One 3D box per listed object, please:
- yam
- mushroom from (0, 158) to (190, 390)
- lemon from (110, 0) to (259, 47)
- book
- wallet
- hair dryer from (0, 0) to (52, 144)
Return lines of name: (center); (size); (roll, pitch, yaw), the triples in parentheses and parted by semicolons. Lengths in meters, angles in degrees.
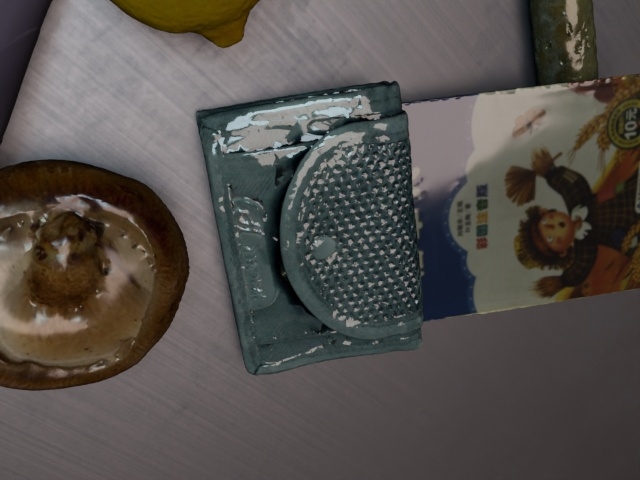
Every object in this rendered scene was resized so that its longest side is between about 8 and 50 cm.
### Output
yam: (0.308, -0.255, 0.766); (0.078, 0.078, 0.179); (-23, 114, -12)
mushroom: (-0.260, 0.037, 0.609); (0.253, 0.153, 0.253); (-10, 116, -20)
lemon: (-0.128, -0.288, 0.530); (0.187, 0.187, 0.244); (-32, 119, -7)
book: (0.234, -0.046, 0.780); (0.427, 0.039, 0.300); (-8, 112, -4)
wallet: (0.000, 0.000, 0.717); (0.237, 0.075, 0.342); (-9, 111, -2)
hair dryer: (-0.417, -0.221, 0.499); (0.361, 0.121, 0.301); (30, 88, -21)
